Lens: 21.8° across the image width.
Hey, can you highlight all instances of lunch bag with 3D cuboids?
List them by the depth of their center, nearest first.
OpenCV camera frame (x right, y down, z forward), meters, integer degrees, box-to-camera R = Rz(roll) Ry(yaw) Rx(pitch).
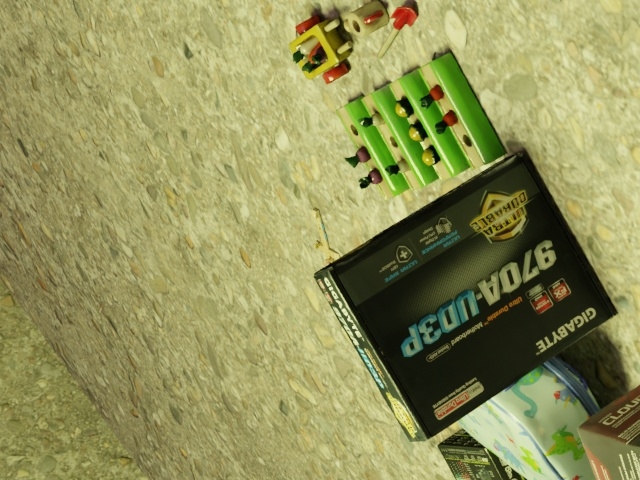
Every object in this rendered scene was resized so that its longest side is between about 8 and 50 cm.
[{"bbox_3d":[0.184,0.149,1.613,0.219,0.090,0.176,33,166,50],"label":"lunch bag"}]

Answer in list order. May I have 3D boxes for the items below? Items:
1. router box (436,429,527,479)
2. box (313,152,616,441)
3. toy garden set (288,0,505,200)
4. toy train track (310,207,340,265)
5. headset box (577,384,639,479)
[{"bbox_3d":[0.190,0.260,1.851,0.092,0.038,0.122,63,158,-7],"label":"router box"},{"bbox_3d":[0.129,0.049,1.477,0.175,0.220,0.051,60,161,-2],"label":"box"},{"bbox_3d":[0.057,-0.141,1.614,0.203,0.049,0.244,61,158,-4],"label":"toy garden set"},{"bbox_3d":[0.000,0.000,1.958,0.048,0.014,0.083,31,144,49],"label":"toy train track"},{"bbox_3d":[0.354,0.242,1.389,0.293,0.110,0.218,11,128,61],"label":"headset box"}]
